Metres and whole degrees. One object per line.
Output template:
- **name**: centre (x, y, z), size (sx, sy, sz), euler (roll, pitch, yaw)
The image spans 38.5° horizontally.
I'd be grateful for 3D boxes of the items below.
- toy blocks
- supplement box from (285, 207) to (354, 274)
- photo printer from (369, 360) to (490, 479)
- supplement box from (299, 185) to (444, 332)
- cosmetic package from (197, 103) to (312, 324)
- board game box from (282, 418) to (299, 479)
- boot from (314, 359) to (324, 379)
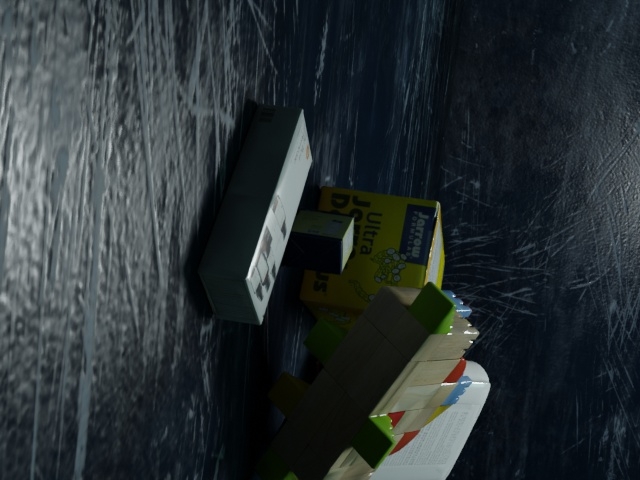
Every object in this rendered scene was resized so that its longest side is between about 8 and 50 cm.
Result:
- **toy blocks**: centre (0.108, 0.209, 1.316), size (0.261, 0.191, 0.381), euler (6, 122, -54)
- **supplement box**: centre (0.000, 0.000, 1.317), size (0.083, 0.083, 0.056), euler (-61, 157, -58)
- **photo printer**: centre (0.136, 0.324, 1.641), size (0.307, 0.107, 0.256), euler (9, 110, -39)
- **supplement box**: centre (0.102, 0.063, 1.574), size (0.356, 0.195, 0.194), euler (62, 37, -71)
- **cosmetic package**: centre (-0.067, -0.033, 1.036), size (0.099, 0.060, 0.239), euler (82, 20, -56)
- **board game box**: centre (-0.037, 0.348, 1.470), size (0.170, 0.048, 0.141), euler (-56, 154, -65)
- **boot**: centre (0.055, 0.250, 1.712), size (0.236, 0.085, 0.179), euler (-54, 151, -45)
